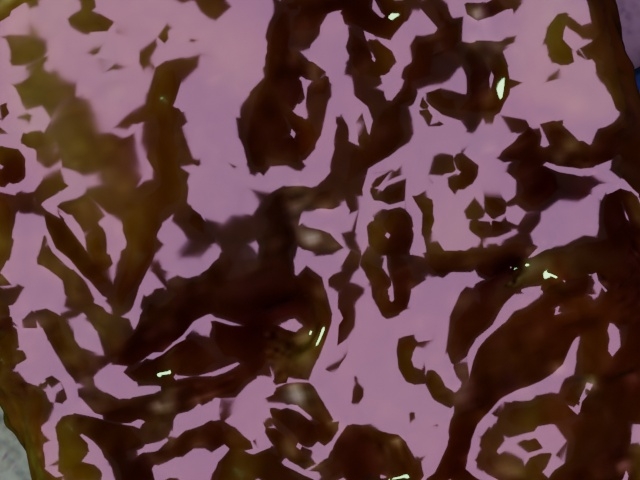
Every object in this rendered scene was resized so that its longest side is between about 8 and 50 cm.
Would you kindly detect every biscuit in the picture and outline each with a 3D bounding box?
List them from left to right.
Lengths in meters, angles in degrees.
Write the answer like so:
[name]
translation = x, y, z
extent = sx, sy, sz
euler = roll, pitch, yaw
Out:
[biscuit]
translation = 0.000, 0.000, 0.831
extent = 0.342, 0.166, 0.395
euler = -15, 92, 4

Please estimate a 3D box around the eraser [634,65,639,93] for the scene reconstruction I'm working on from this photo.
[eraser]
translation = 0.264, 0.036, 0.845
extent = 0.042, 0.144, 0.312
euler = -30, 95, -36
